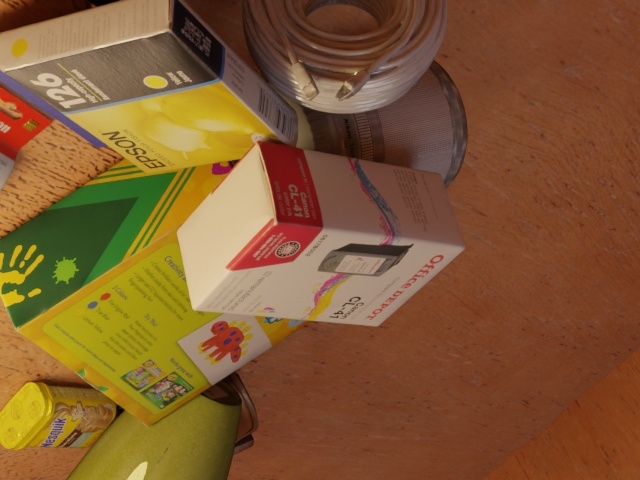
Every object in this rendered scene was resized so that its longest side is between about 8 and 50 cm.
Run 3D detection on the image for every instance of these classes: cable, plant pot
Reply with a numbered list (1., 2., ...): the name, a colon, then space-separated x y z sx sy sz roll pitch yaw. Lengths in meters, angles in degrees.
1. cable: 0.031 -0.280 1.451 0.257 0.257 0.089 -28 154 -18
2. plant pot: -0.263 0.373 2.014 0.274 0.274 0.294 17 106 -52

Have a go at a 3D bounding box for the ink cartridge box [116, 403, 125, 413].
1. ink cartridge box: -0.274 0.243 2.089 0.207 0.046 0.097 -34 148 1

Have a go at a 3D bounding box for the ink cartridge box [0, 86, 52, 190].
1. ink cartridge box: -0.438 -0.109 1.457 0.179 0.045 0.145 -36 149 9

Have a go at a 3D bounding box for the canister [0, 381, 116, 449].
1. canister: -0.448 0.302 1.984 0.126 0.073 0.170 -46 148 20

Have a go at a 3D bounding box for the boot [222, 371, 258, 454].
1. boot: -0.241 0.363 2.250 0.220 0.109 0.283 -18 153 -17

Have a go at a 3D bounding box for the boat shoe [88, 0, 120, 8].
1. boat shoe: -0.236 -0.304 1.331 0.158 0.127 0.341 2 150 -6

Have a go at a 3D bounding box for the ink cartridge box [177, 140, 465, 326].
1. ink cartridge box: 0.000 0.000 1.528 0.306 0.131 0.226 9 143 -33

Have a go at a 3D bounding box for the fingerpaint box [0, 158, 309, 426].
1. fingerpaint box: -0.228 0.059 1.766 0.371 0.163 0.445 -33 149 1

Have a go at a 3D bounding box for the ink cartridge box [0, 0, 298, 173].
1. ink cartridge box: -0.230 -0.170 1.394 0.307 0.072 0.303 -10 156 23

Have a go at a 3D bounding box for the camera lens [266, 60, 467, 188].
1. camera lens: 0.057 -0.152 1.683 0.274 0.219 0.219 -13 143 -30
